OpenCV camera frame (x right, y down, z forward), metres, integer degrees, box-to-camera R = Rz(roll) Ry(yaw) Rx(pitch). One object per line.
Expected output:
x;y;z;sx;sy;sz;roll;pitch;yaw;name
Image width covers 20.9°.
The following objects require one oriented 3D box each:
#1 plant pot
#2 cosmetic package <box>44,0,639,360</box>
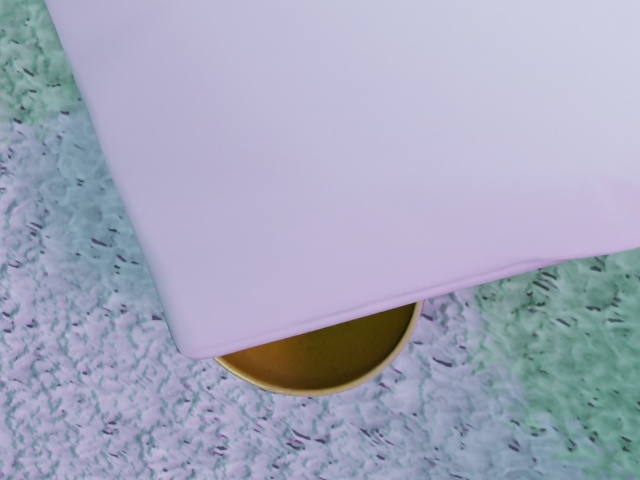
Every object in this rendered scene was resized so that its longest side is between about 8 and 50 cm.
0.000;0.000;0.885;0.134;0.095;0.134;6;108;17;plant pot
0.101;-0.200;0.628;0.329;0.394;0.327;-16;101;21;cosmetic package
